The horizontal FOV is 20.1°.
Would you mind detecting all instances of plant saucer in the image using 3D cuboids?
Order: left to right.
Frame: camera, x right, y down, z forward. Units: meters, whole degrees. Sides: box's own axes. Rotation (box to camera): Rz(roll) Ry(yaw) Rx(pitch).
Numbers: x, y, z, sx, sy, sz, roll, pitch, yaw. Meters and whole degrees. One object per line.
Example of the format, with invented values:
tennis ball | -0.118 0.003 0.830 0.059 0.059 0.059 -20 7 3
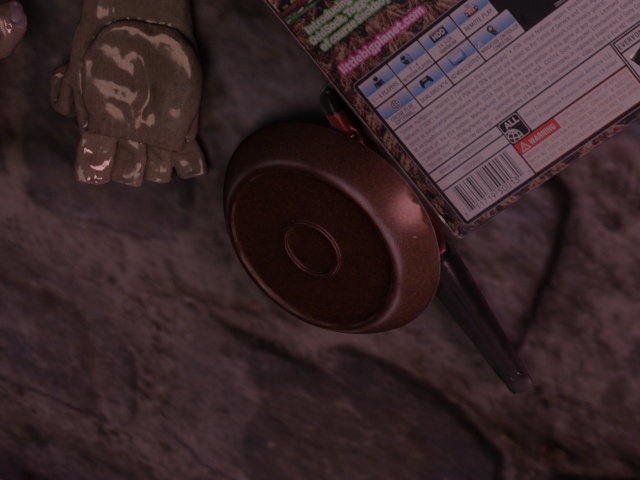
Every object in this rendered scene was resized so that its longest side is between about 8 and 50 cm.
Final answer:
plant saucer | 0.000 0.000 1.215 0.168 0.029 0.168 20 133 22

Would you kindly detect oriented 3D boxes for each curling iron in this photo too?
curling iron | 0.078 -0.006 1.203 0.068 0.035 0.274 -15 114 27

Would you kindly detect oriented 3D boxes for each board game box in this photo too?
board game box | 0.090 -0.193 0.999 0.232 0.141 0.291 -35 97 33

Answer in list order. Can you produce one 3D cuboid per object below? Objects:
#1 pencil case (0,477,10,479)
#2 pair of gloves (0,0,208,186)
pencil case | -0.309 0.236 1.444 0.284 0.124 0.124 16 124 11
pair of gloves | -0.193 -0.129 1.218 0.240 0.042 0.204 3 118 10
